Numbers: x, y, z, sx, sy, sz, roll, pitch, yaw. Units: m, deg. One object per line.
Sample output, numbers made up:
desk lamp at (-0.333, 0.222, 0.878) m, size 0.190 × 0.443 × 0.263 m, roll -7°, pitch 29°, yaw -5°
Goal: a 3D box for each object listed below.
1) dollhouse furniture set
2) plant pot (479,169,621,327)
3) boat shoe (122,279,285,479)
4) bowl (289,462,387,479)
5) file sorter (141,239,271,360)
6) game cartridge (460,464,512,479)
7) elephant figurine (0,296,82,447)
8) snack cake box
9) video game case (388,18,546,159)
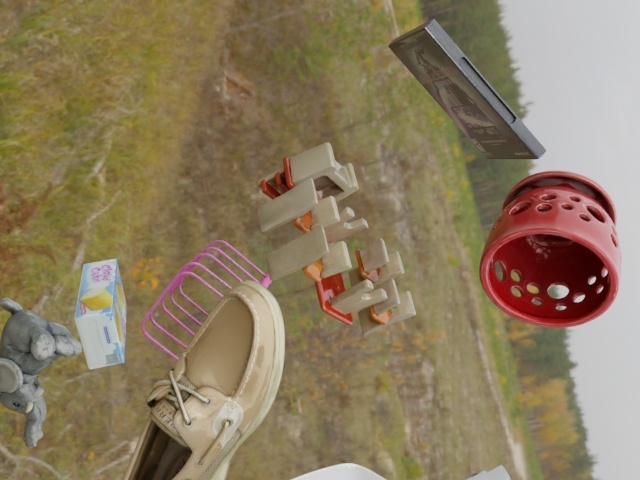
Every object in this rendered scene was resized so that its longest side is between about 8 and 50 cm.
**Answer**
dollhouse furniture set at (0.000, 0.000, 1.078) m, size 0.262 × 0.135 × 0.259 m, roll 36°, pitch 34°, yaw -50°
plant pot at (0.343, 0.007, 1.089) m, size 0.174 × 0.191 × 0.191 m, roll -61°, pitch 139°, yaw -47°
boat shoe at (-0.147, 0.207, 0.890) m, size 0.110 × 0.122 × 0.340 m, roll 4°, pitch 112°, yaw -52°
bowl at (0.037, 0.261, 0.649) m, size 0.142 × 0.142 × 0.053 m, roll 4°, pitch 106°, yaw -54°
file sorter at (-0.262, 0.143, 1.711) m, size 0.182 × 0.202 × 0.290 m, roll 39°, pitch 15°, yaw -3°
game cartridge at (0.295, 0.589, 1.427) m, size 0.355 × 0.068 × 0.230 m, roll -7°, pitch 51°, yaw -41°
elephant figurine at (-0.638, 0.283, 1.565) m, size 0.186 × 0.239 × 0.169 m, roll 36°, pitch 2°, yaw 41°
snack cake box at (-0.541, 0.177, 1.835) m, size 0.264 × 0.089 × 0.152 m, roll -114°, pitch -164°, yaw -60°
video game case at (0.236, -0.239, 1.218) m, size 0.274 × 0.026 × 0.196 m, roll 45°, pitch -3°, yaw -13°
